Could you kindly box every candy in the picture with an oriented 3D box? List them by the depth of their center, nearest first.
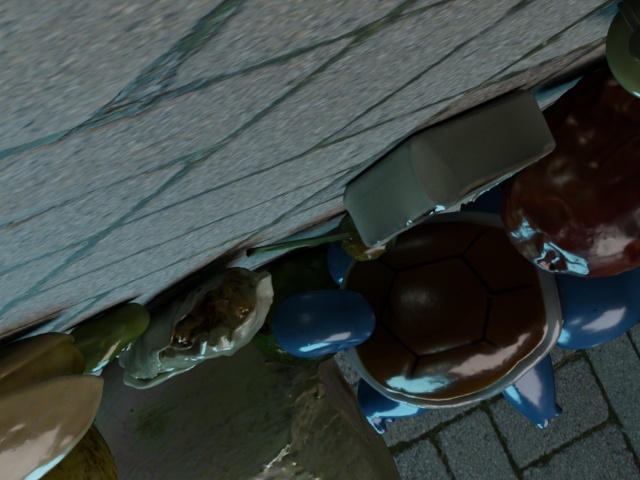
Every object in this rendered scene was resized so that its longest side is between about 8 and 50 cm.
[{"bbox_3d":[0.000,0.000,1.847,0.061,0.061,0.202,-29,167,40],"label":"candy"}]

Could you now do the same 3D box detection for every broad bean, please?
[{"bbox_3d":[-0.193,0.087,1.727,0.083,0.045,0.063,-33,178,-8],"label":"broad bean"}]

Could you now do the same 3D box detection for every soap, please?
[{"bbox_3d":[0.104,-0.057,1.582,0.121,0.063,0.183,-25,176,-23],"label":"soap"}]

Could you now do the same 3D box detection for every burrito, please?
[{"bbox_3d":[-0.133,0.096,1.912,0.117,0.076,0.392,-38,-178,-19],"label":"burrito"}]

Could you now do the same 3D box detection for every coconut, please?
[{"bbox_3d":[-0.115,0.275,2.317,0.405,0.404,0.404,-26,176,-2],"label":"coconut"}]

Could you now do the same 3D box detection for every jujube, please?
[{"bbox_3d":[0.267,-0.074,1.658,0.250,0.174,0.174,-45,-179,-15],"label":"jujube"}]

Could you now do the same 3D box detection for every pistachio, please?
[{"bbox_3d":[-0.276,0.156,1.566,0.200,0.117,0.145,-27,171,9],"label":"pistachio"}]

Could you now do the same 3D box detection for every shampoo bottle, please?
[{"bbox_3d":[0.242,-0.135,1.311,0.079,0.079,0.162,-27,176,20],"label":"shampoo bottle"}]

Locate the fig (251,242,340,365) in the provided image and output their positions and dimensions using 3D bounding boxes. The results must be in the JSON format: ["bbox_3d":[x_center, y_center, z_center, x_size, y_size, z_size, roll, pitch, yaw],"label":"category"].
[{"bbox_3d":[-0.013,0.059,2.124,0.123,0.123,0.156,-33,-150,61],"label":"fig"}]

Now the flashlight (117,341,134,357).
[{"bbox_3d":[-0.227,0.113,1.914,0.110,0.031,0.052,-28,176,24],"label":"flashlight"}]

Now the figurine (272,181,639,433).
[{"bbox_3d":[0.134,0.061,2.010,0.416,0.298,0.243,-9,166,-15],"label":"figurine"}]

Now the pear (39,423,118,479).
[{"bbox_3d":[-0.337,0.262,1.856,0.271,0.271,0.271,-26,176,-2],"label":"pear"}]
